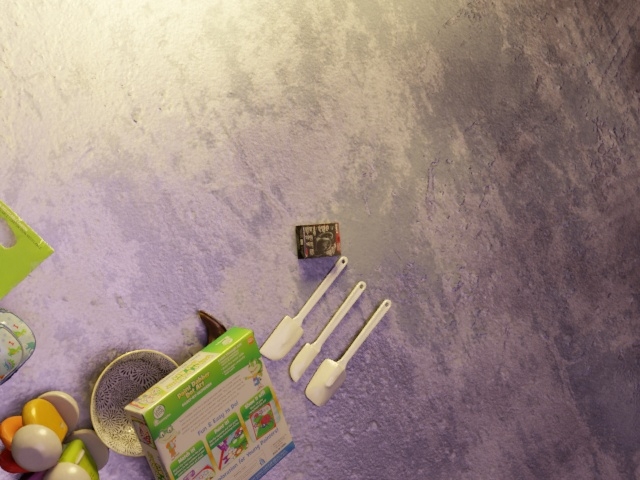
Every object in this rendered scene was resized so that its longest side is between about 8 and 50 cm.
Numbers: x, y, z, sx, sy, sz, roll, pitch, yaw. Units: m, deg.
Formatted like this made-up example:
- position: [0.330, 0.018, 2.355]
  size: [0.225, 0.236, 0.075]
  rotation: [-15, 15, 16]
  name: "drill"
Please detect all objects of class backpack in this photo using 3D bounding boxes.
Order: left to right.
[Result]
- position: [-0.499, 0.165, 1.535]
  size: [0.114, 0.084, 0.105]
  rotation: [-45, 109, -23]
  name: "backpack"

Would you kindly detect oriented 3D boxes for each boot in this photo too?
- position: [-0.203, 0.191, 1.707]
  size: [0.114, 0.037, 0.106]
  rotation: [-46, 105, -15]
  name: "boot"

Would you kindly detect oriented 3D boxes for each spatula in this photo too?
- position: [0.019, 0.164, 1.826]
  size: [0.168, 0.019, 0.242]
  rotation: [43, 70, -12]
  name: "spatula"

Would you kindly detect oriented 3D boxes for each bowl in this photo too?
- position: [-0.306, 0.260, 1.622]
  size: [0.170, 0.080, 0.170]
  rotation: [0, 89, -33]
  name: "bowl"

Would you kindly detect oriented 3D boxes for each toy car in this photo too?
- position: [-0.424, 0.338, 1.546]
  size: [0.136, 0.159, 0.182]
  rotation: [-32, 104, 12]
  name: "toy car"

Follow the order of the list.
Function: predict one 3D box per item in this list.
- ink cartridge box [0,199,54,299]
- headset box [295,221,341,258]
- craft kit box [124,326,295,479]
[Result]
- position: [-0.555, 0.029, 1.476]
  size: [0.189, 0.097, 0.255]
  rotation: [42, 70, 4]
  name: "ink cartridge box"
- position: [0.000, 0.000, 1.812]
  size: [0.083, 0.032, 0.062]
  rotation: [-6, 91, -27]
  name: "headset box"
- position: [-0.174, 0.310, 1.642]
  size: [0.250, 0.061, 0.247]
  rotation: [-35, 120, -38]
  name: "craft kit box"
